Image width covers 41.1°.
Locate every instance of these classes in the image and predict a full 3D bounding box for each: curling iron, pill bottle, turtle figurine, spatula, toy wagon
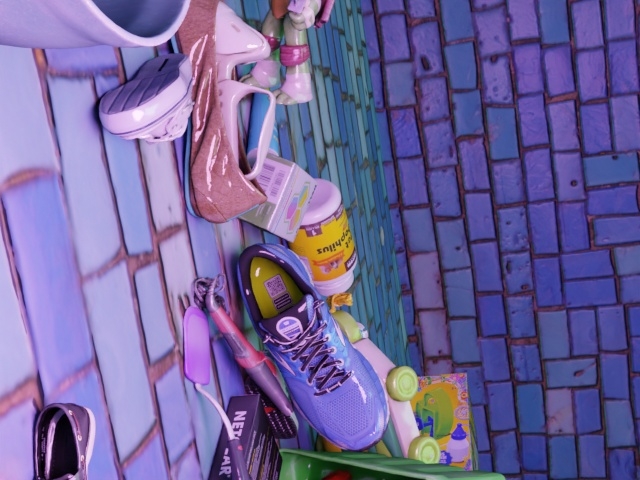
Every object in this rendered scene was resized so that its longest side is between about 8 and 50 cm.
[{"bbox_3d":[-0.093,0.146,1.140,0.068,0.035,0.274,-84,152,-51],"label":"curling iron"},{"bbox_3d":[0.000,0.000,1.567,0.117,0.117,0.215,-84,163,-46],"label":"pill bottle"},{"bbox_3d":[-0.089,-0.341,1.259,0.275,0.197,0.266,-53,151,-58],"label":"turtle figurine"},{"bbox_3d":[-0.118,0.219,1.017,0.084,0.030,0.296,50,18,-68],"label":"spatula"},{"bbox_3d":[0.058,0.258,1.430,0.068,0.267,0.344,-21,96,-37],"label":"toy wagon"}]

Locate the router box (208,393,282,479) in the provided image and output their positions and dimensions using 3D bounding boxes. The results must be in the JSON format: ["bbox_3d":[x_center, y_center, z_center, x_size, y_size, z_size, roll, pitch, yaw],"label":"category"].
[{"bbox_3d":[-0.096,0.310,1.116,0.179,0.046,0.133,-79,159,-56],"label":"router box"}]

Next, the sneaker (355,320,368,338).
[{"bbox_3d":[0.053,0.273,1.837,0.083,0.071,0.191,-16,108,-45],"label":"sneaker"}]

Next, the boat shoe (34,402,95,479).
[{"bbox_3d":[-0.204,0.195,0.675,0.042,0.049,0.133,40,42,-65],"label":"boat shoe"}]

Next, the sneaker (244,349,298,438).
[{"bbox_3d":[-0.065,0.230,1.279,0.075,0.057,0.161,-76,154,-45],"label":"sneaker"}]

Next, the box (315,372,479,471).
[{"bbox_3d":[0.151,0.422,1.632,0.279,0.290,0.177,-80,159,-55],"label":"box"}]

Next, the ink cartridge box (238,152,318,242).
[{"bbox_3d":[-0.060,-0.061,1.353,0.109,0.062,0.209,-67,165,-3],"label":"ink cartridge box"}]

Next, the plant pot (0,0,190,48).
[{"bbox_3d":[-0.215,-0.246,0.499,0.293,0.196,0.293,-7,90,-77],"label":"plant pot"}]

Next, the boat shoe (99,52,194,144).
[{"bbox_3d":[-0.171,-0.142,0.923,0.226,0.083,0.076,-74,154,-63],"label":"boat shoe"}]

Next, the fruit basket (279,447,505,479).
[{"bbox_3d":[0.039,0.445,1.163,0.392,0.392,0.283,-4,87,-78],"label":"fruit basket"}]

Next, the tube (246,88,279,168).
[{"bbox_3d":[-0.095,-0.204,1.422,0.080,0.052,0.207,89,-1,-49],"label":"tube"}]

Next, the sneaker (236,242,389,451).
[{"bbox_3d":[-0.026,0.144,1.170,0.330,0.130,0.147,56,4,14],"label":"sneaker"}]

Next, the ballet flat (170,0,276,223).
[{"bbox_3d":[-0.120,-0.195,1.093,0.116,0.124,0.342,13,71,-78],"label":"ballet flat"}]
